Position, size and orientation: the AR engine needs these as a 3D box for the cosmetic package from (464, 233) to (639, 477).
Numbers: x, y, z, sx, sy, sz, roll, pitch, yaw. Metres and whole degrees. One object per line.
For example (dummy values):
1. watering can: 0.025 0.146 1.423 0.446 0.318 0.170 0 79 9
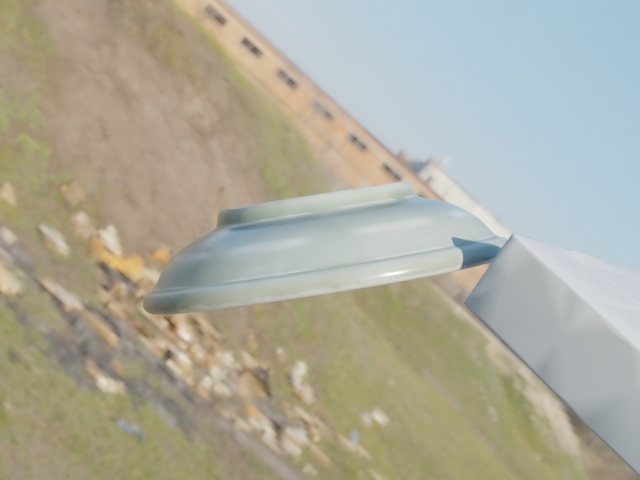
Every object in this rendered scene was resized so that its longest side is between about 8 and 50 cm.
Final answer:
1. cosmetic package: 0.353 0.155 1.343 0.284 0.097 0.377 11 28 -47

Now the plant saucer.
1. plant saucer: 0.000 0.000 1.522 0.400 0.400 0.101 -61 141 -88
